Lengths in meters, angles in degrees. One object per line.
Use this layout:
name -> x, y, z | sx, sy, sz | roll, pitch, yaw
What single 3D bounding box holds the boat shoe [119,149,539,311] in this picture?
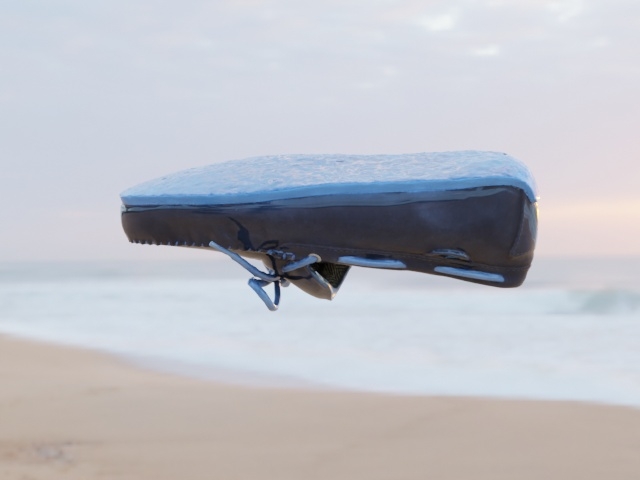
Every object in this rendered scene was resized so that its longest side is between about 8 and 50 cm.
boat shoe -> 0.000, 0.000, 0.848 | 0.258, 0.089, 0.109 | 1, 20, 20
